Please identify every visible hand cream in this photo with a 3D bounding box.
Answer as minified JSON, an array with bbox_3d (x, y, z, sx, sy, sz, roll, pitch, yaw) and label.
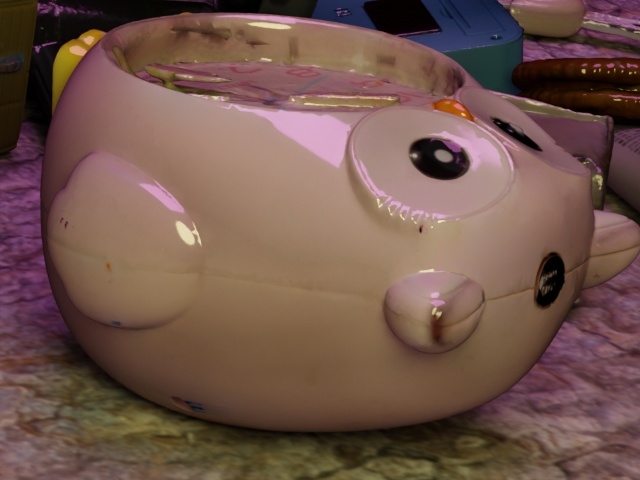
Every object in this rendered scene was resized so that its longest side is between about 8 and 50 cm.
[{"bbox_3d":[0.320,-0.071,1.832,0.140,0.089,0.314,5,17,-11],"label":"hand cream"}]

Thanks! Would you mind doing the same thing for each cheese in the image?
[{"bbox_3d":[0.306,-0.275,2.329,0.235,0.050,0.127,13,21,3],"label":"cheese"}]

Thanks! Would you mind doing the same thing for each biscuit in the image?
[{"bbox_3d":[0.303,-0.149,1.944,0.220,0.066,0.220,2,0,0],"label":"biscuit"}]

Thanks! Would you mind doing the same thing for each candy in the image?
[{"bbox_3d":[0.156,-0.045,1.637,0.185,0.137,0.195,13,22,6],"label":"candy"}]

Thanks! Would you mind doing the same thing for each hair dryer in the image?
[{"bbox_3d":[-0.194,-0.136,1.771,0.244,0.116,0.302,-1,37,-24],"label":"hair dryer"}]

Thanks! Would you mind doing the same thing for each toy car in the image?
[{"bbox_3d":[-0.307,-0.199,1.649,0.101,0.256,0.124,-16,38,-43],"label":"toy car"}]

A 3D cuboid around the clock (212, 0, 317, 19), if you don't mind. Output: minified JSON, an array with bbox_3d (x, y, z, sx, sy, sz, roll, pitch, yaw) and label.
[{"bbox_3d":[-0.049,-0.353,2.017,0.067,0.325,0.325,7,23,-16],"label":"clock"}]

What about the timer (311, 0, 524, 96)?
[{"bbox_3d":[0.080,-0.207,2.085,0.250,0.091,0.232,-5,27,-9],"label":"timer"}]

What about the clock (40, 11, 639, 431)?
[{"bbox_3d":[0.000,0.000,1.334,0.377,0.250,0.368,19,23,34],"label":"clock"}]
